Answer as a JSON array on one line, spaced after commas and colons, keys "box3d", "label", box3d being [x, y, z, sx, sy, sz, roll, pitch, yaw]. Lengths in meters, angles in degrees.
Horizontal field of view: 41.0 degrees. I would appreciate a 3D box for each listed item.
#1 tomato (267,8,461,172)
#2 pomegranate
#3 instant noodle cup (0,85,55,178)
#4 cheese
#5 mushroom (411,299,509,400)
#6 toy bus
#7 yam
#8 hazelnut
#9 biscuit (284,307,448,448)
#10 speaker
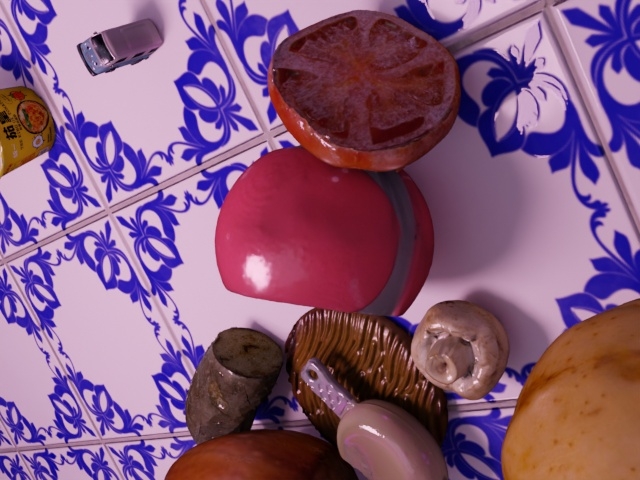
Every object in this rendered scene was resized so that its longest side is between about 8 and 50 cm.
[{"box3d": [0.052, -0.174, 1.062, 0.237, 0.237, 0.095, 37, 153, 19], "label": "tomato"}, {"box3d": [0.384, 0.220, 0.862, 0.410, 0.410, 0.410, 21, 126, 31], "label": "pomegranate"}, {"box3d": [-0.613, -0.215, 1.660, 0.182, 0.144, 0.182, 19, 124, 32], "label": "instant noodle cup"}, {"box3d": [0.074, 0.298, 1.350, 0.286, 0.082, 0.163, 44, 135, 16], "label": "cheese"}, {"box3d": [0.193, 0.152, 1.192, 0.148, 0.112, 0.148, 14, 120, 25], "label": "mushroom"}, {"box3d": [-0.315, -0.310, 1.360, 0.075, 0.123, 0.060, -20, 100, 42], "label": "toy bus"}, {"box3d": [-0.162, 0.265, 1.543, 0.154, 0.154, 0.254, 39, 134, 17], "label": "yam"}, {"box3d": [-0.094, 0.477, 1.449, 0.372, 0.315, 0.372, 16, 130, 20], "label": "hazelnut"}, {"box3d": [0.068, 0.247, 1.408, 0.318, 0.040, 0.317, 21, 127, 31], "label": "biscuit"}, {"box3d": [0.000, 0.000, 1.146, 0.294, 0.294, 0.294, 21, 126, 31], "label": "speaker"}]
